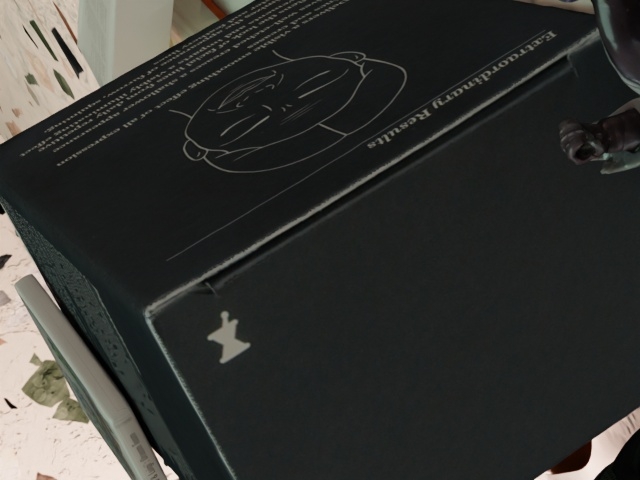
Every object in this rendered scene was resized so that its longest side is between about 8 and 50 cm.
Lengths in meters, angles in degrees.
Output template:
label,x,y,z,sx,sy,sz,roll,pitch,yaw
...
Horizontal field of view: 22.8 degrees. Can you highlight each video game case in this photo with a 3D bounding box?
label,x,y,z,sx,sy,sz,roll,pitch,yaw
video game case,-0.147,0.114,1.075,0.157,0.019,0.143,45,161,42

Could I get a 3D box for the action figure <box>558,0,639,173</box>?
label,x,y,z,sx,sy,sz,roll,pitch,yaw
action figure,0.160,-0.071,0.695,0.285,0.099,0.185,60,161,-16

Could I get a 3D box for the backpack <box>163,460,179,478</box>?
label,x,y,z,sx,sy,sz,roll,pitch,yaw
backpack,-0.026,0.160,1.247,0.188,0.144,0.166,37,147,39

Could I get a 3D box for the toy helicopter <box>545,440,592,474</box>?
label,x,y,z,sx,sy,sz,roll,pitch,yaw
toy helicopter,0.106,0.170,1.268,0.235,0.140,0.355,-107,10,-46

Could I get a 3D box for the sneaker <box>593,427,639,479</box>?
label,x,y,z,sx,sy,sz,roll,pitch,yaw
sneaker,0.218,0.186,1.070,0.087,0.130,0.227,50,-168,15

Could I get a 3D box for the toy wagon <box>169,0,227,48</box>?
label,x,y,z,sx,sy,sz,roll,pitch,yaw
toy wagon,-0.070,-0.073,1.536,0.344,0.068,0.267,60,166,-8

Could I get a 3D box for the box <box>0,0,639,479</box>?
label,x,y,z,sx,sy,sz,roll,pitch,yaw
box,0.000,0.000,0.978,0.212,0.293,0.395,64,166,-23

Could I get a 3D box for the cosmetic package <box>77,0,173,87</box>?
label,x,y,z,sx,sy,sz,roll,pitch,yaw
cosmetic package,-0.170,-0.239,1.402,0.239,0.060,0.099,102,149,-45
